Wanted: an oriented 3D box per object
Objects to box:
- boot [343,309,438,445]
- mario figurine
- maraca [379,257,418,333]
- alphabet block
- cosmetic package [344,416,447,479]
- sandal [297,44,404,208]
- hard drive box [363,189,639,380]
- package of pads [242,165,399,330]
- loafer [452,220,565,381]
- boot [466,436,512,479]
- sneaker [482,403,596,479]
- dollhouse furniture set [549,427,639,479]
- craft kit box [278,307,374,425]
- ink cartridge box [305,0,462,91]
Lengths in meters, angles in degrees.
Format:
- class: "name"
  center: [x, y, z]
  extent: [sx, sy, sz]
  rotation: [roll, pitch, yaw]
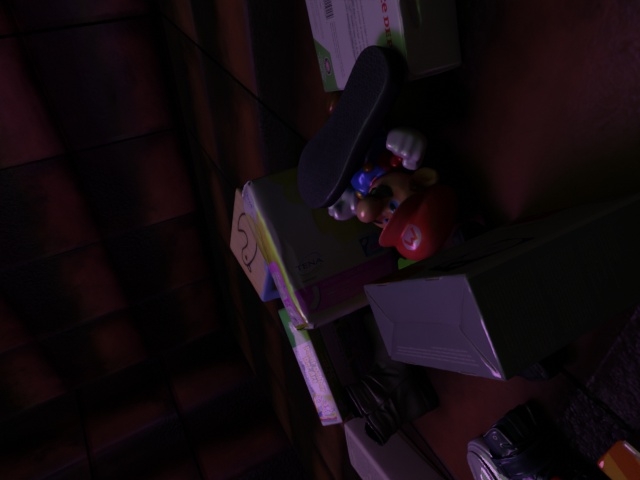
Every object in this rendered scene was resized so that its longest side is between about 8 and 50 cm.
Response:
- class: "boot"
  center: [0.114, 0.269, 0.939]
  extent: [0.246, 0.161, 0.083]
  rotation: [59, 156, 23]
- class: "mario figurine"
  center: [0.071, -0.097, 0.691]
  extent: [0.198, 0.170, 0.320]
  rotation: [49, -171, -51]
- class: "maraca"
  center: [0.156, 0.110, 0.795]
  extent: [0.127, 0.099, 0.185]
  rotation: [24, 106, 50]
- class: "alphabet block"
  center: [-0.079, -0.008, 1.069]
  extent: [0.197, 0.194, 0.192]
  rotation: [50, 138, 39]
- class: "cosmetic package"
  center: [0.187, 0.563, 1.097]
  extent: [0.309, 0.113, 0.160]
  rotation: [35, 140, 54]
- class: "sandal"
  center: [0.041, -0.130, 0.615]
  extent: [0.254, 0.055, 0.097]
  rotation: [-52, 51, 44]
- class: "hard drive box"
  center: [0.190, 0.040, 0.461]
  extent: [0.181, 0.232, 0.089]
  rotation: [-21, 89, 68]
- class: "package of pads"
  center: [0.000, 0.000, 0.877]
  extent: [0.296, 0.229, 0.101]
  rotation: [67, 158, 7]
- class: "loafer"
  center: [0.231, 0.082, 0.610]
  extent: [0.223, 0.076, 0.078]
  rotation: [63, 150, 6]
- class: "boot"
  center: [0.291, 0.466, 0.747]
  extent: [0.258, 0.124, 0.095]
  rotation: [60, 156, 23]
- class: "sneaker"
  center: [0.312, 0.304, 0.608]
  extent: [0.163, 0.086, 0.226]
  rotation: [64, 157, 10]
- class: "dollhouse furniture set"
  center: [0.304, 0.360, 0.435]
  extent: [0.259, 0.135, 0.262]
  rotation: [47, 113, 39]
- class: "craft kit box"
  center: [0.034, 0.229, 1.015]
  extent: [0.061, 0.247, 0.249]
  rotation: [-23, 87, 25]
- class: "ink cartridge box"
  center: [0.075, -0.294, 0.620]
  extent: [0.219, 0.093, 0.160]
  rotation: [26, 133, 58]
